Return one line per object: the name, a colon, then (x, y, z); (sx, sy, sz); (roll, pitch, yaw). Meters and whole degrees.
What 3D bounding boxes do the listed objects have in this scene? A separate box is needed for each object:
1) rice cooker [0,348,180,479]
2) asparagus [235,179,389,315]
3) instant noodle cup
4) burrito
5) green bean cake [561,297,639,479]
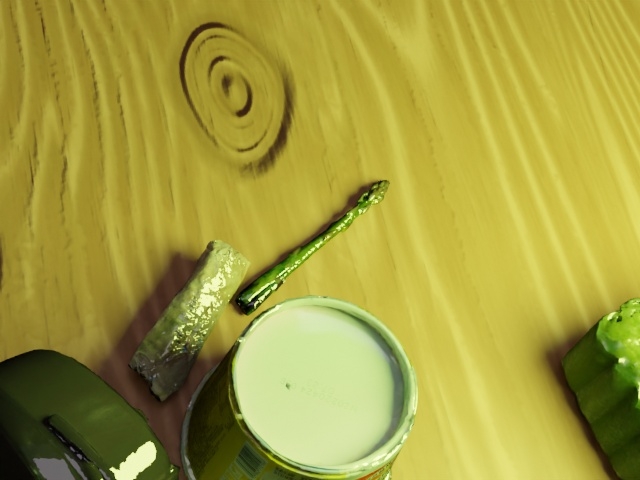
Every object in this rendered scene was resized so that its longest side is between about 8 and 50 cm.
rice cooker: (-0.206, 0.176, 0.843); (0.203, 0.142, 0.118); (39, 49, 20)
asparagus: (0.000, 0.000, 1.073); (0.233, 0.023, 0.022); (-40, 121, -30)
instant noodle cup: (-0.016, 0.150, 0.903); (0.205, 0.153, 0.205); (6, 59, -10)
burrito: (-0.121, 0.071, 0.983); (0.051, 0.042, 0.171); (44, 60, -20)
green bean cake: (0.366, 0.154, 1.024); (0.200, 0.113, 0.214); (-14, 64, -18)
